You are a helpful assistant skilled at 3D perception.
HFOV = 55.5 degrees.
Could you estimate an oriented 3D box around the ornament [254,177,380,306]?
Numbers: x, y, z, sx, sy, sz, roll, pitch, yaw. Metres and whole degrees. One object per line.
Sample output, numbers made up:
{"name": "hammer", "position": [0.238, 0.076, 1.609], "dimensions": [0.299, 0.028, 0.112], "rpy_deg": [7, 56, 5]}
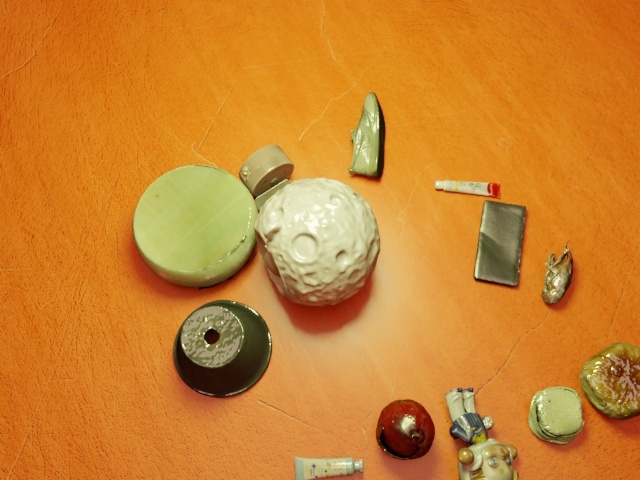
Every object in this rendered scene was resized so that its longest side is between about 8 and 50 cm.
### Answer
{"name": "ornament", "position": [0.000, 0.000, 1.574], "dimensions": [0.337, 0.337, 0.337], "rpy_deg": [-1, 70, 2]}

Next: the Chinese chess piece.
{"name": "Chinese chess piece", "position": [-0.344, -0.039, 1.700], "dimensions": [0.349, 0.146, 0.349], "rpy_deg": [-1, 69, 2]}

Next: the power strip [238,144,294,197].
{"name": "power strip", "position": [-0.156, -0.197, 1.746], "dimensions": [0.154, 0.154, 0.078], "rpy_deg": [-35, 76, -10]}

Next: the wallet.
{"name": "wallet", "position": [0.505, 0.006, 1.712], "dimensions": [0.124, 0.025, 0.244], "rpy_deg": [10, 72, 6]}

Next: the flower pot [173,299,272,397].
{"name": "flower pot", "position": [-0.268, 0.264, 1.575], "dimensions": [0.269, 0.166, 0.269], "rpy_deg": [-1, 69, 4]}

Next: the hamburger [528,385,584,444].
{"name": "hamburger", "position": [0.593, 0.438, 1.530], "dimensions": [0.133, 0.062, 0.140], "rpy_deg": [12, 68, 5]}

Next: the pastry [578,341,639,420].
{"name": "pastry", "position": [0.763, 0.358, 1.535], "dimensions": [0.192, 0.093, 0.182], "rpy_deg": [-30, 68, -7]}

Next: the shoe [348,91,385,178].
{"name": "shoe", "position": [0.138, -0.314, 1.810], "dimensions": [0.098, 0.103, 0.275], "rpy_deg": [0, 68, 14]}

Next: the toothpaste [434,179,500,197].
{"name": "toothpaste", "position": [0.429, -0.154, 1.775], "dimensions": [0.190, 0.031, 0.048], "rpy_deg": [5, 67, 1]}

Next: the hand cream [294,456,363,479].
{"name": "hand cream", "position": [0.021, 0.566, 1.513], "dimensions": [0.170, 0.043, 0.065], "rpy_deg": [-5, 70, 3]}

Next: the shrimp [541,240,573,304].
{"name": "shrimp", "position": [0.649, 0.086, 1.657], "dimensions": [0.073, 0.075, 0.190], "rpy_deg": [9, 74, 40]}

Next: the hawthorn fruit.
{"name": "hawthorn fruit", "position": [0.213, 0.463, 1.478], "dimensions": [0.148, 0.172, 0.148], "rpy_deg": [1, 85, -15]}

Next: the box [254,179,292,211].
{"name": "box", "position": [-0.122, -0.111, 1.764], "dimensions": [0.126, 0.031, 0.091], "rpy_deg": [-35, 95, -9]}

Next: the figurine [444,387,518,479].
{"name": "figurine", "position": [0.374, 0.500, 1.480], "dimensions": [0.194, 0.133, 0.274], "rpy_deg": [-15, 66, -49]}
